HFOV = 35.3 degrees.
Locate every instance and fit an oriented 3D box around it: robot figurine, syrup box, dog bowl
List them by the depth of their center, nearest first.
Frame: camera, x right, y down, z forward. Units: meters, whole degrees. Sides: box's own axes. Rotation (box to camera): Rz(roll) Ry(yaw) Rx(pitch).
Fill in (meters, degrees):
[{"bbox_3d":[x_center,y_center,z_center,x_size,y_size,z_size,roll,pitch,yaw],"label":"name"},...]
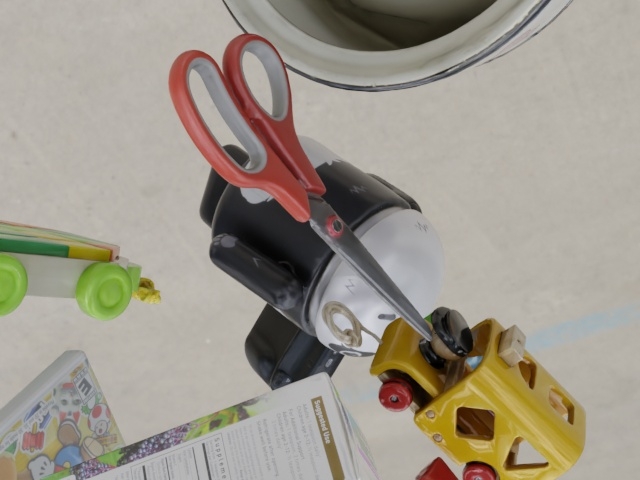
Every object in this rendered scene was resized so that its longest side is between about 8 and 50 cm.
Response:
[{"bbox_3d":[-0.078,0.194,0.747,0.237,0.096,0.093,-22,142,4],"label":"syrup box"},{"bbox_3d":[0.088,-0.333,0.901,0.408,0.408,0.150,-31,167,30],"label":"dog bowl"},{"bbox_3d":[-0.002,0.002,1.051,0.209,0.278,0.173,-45,152,-17],"label":"robot figurine"}]

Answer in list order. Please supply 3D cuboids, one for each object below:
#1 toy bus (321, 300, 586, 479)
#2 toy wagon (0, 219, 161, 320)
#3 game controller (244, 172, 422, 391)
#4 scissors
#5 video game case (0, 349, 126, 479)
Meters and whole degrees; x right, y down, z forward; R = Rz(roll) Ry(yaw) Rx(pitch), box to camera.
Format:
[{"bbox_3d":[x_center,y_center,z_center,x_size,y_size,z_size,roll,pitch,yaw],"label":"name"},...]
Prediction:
[{"bbox_3d":[0.128,0.114,0.827,0.104,0.191,0.202,-40,146,28],"label":"toy bus"},{"bbox_3d":[-0.306,0.021,1.017,0.267,0.068,0.344,13,-177,40],"label":"toy wagon"},{"bbox_3d":[0.011,0.061,1.342,0.067,0.166,0.319,28,96,-33],"label":"game controller"},{"bbox_3d":[-0.009,-0.016,0.733,0.021,0.109,0.297,-14,114,41],"label":"scissors"},{"bbox_3d":[-0.239,0.240,0.845,0.026,0.227,0.206,-1,119,31],"label":"video game case"}]
